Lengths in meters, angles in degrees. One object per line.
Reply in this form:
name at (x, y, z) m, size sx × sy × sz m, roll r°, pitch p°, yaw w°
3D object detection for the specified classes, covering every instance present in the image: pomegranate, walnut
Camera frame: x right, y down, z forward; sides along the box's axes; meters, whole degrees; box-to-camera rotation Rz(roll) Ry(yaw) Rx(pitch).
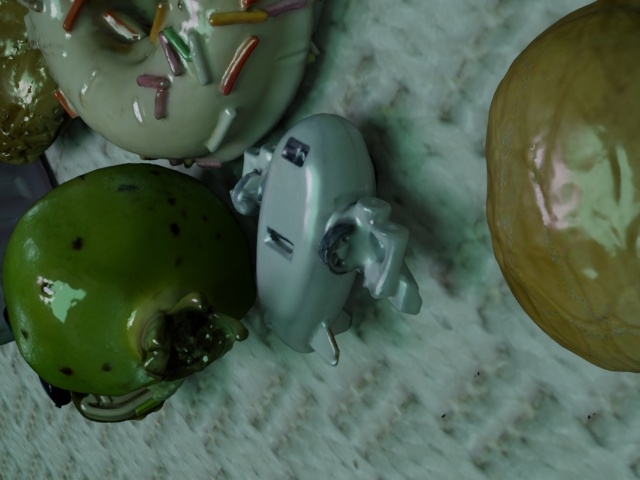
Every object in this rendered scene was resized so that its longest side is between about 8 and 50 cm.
pomegranate at (-0.182, 0.049, 0.777) m, size 0.340 × 0.260 × 0.261 m, roll 17°, pitch 118°, yaw 56°
walnut at (0.191, -0.036, 0.450) m, size 0.195 × 0.195 × 0.222 m, roll -2°, pitch 105°, yaw 44°

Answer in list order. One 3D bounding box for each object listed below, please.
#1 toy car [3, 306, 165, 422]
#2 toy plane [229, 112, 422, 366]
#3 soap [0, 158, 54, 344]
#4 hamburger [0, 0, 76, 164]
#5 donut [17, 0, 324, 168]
toy car at (-0.279, 0.122, 1.000) m, size 0.248 × 0.204 × 0.198 m, roll 55°, pitch 159°, yaw 13°
toy plane at (0.000, 0.000, 0.711) m, size 0.244 × 0.117 × 0.245 m, roll 17°, pitch 112°, yaw 49°
soap at (-0.534, -0.061, 1.088) m, size 0.156 × 0.261 × 0.446 m, roll -30°, pitch 82°, yaw 46°
hamburger at (-0.410, -0.248, 0.990) m, size 0.265 × 0.134 × 0.285 m, roll -30°, pitch 87°, yaw 48°
donut at (-0.165, -0.249, 0.749) m, size 0.382 × 0.142 × 0.383 m, roll 19°, pitch 120°, yaw 37°
